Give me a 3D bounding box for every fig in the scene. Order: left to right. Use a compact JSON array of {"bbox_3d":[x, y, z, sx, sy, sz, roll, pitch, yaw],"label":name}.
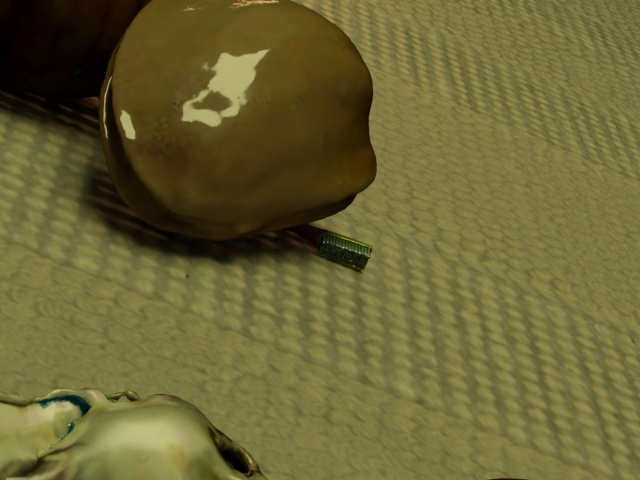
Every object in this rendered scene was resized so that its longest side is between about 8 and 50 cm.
[{"bbox_3d":[-0.217,-0.223,1.584,0.235,0.214,0.235,3,39,-3],"label":"fig"}]

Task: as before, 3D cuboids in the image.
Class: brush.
[{"bbox_3d":[0.000,0.000,1.555,0.083,0.018,0.021,22,32,-5],"label":"brush"}]

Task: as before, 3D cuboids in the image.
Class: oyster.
[{"bbox_3d":[-0.116,0.150,0.991,0.223,0.083,0.214,20,26,-14],"label":"oyster"}]

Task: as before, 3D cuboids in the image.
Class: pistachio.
[{"bbox_3d":[-0.073,-0.103,1.503,0.260,0.163,0.212,-17,68,-52],"label":"pistachio"}]

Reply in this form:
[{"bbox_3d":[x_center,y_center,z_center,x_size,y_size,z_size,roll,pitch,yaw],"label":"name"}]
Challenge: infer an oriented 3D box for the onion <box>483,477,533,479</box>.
[{"bbox_3d":[0.114,0.194,1.108,0.131,0.131,0.131,23,22,-10],"label":"onion"}]
